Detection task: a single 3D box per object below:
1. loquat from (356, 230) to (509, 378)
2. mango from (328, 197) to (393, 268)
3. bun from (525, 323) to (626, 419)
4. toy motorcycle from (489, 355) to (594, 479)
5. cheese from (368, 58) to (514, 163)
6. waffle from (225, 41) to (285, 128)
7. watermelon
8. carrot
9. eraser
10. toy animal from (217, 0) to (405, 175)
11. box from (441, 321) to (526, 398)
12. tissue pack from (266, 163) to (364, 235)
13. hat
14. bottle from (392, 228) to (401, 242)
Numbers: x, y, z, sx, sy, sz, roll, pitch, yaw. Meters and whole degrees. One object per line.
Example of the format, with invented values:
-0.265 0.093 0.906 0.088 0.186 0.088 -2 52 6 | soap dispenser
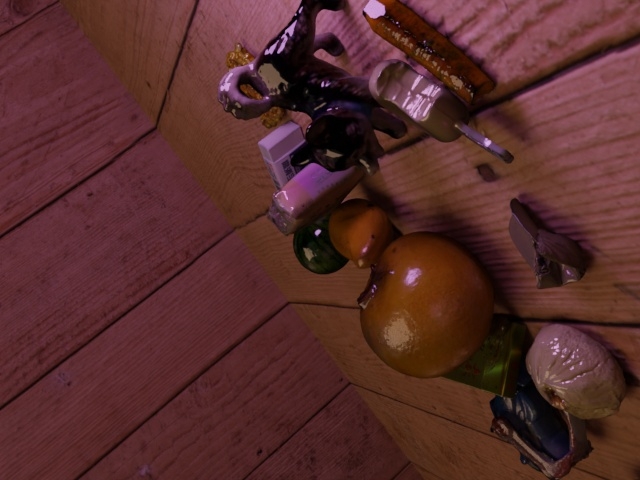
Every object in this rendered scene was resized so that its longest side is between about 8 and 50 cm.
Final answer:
0.259 0.150 1.484 0.359 0.329 0.328 17 167 -11 | loquat
0.105 -0.015 1.645 0.109 0.157 0.262 51 -171 -36 | mango
0.515 0.285 1.358 0.220 0.134 0.220 45 161 20 | bun
0.523 0.397 1.585 0.182 0.241 0.319 -7 -117 -58 | toy motorcycle
0.210 -0.214 1.125 0.286 0.082 0.163 40 -168 31 | cheese
-0.184 -0.424 1.816 0.238 0.058 0.243 52 164 -1 | waffle
0.000 0.000 1.991 0.214 0.188 0.188 43 167 -24 | watermelon
0.177 -0.319 1.094 0.260 0.070 0.070 45 162 16 | carrot
-0.090 -0.223 1.875 0.068 0.124 0.210 38 158 39 | eraser
-0.007 -0.260 1.288 0.344 0.302 0.194 52 166 1 | toy animal
0.388 0.278 1.639 0.043 0.173 0.311 14 174 -19 | box
-0.005 -0.127 1.632 0.123 0.256 0.215 47 163 3 | tissue pack
0.404 -0.006 1.180 0.147 0.084 0.175 61 -173 -64 | hat
0.155 -0.035 1.758 0.140 0.053 0.053 47 163 16 | bottle
